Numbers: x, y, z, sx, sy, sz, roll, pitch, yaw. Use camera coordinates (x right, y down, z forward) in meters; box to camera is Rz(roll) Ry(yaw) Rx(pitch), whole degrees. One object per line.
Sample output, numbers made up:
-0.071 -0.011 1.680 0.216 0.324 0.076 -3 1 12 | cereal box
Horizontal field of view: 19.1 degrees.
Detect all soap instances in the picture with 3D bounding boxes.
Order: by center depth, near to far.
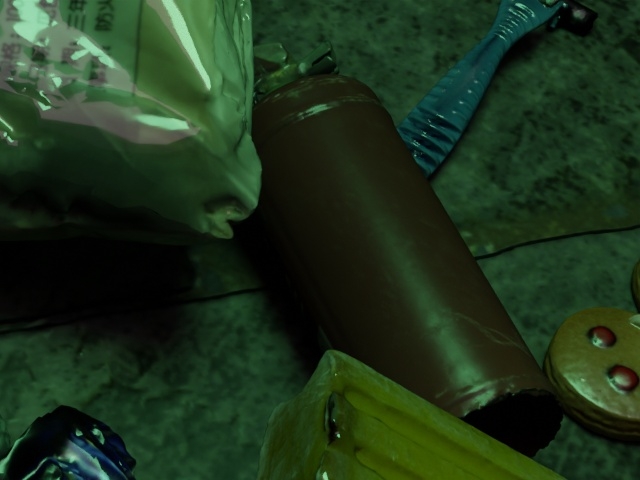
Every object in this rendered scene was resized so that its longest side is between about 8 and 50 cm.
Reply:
0.079 0.165 0.943 0.232 0.073 0.140 31 36 -17 | soap

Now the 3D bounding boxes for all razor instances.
0.101 -0.109 1.262 0.082 0.042 0.253 32 51 11 | razor

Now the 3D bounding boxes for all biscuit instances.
0.253 0.064 1.160 0.250 0.036 0.165 -7 52 -20 | biscuit

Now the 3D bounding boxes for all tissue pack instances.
-0.213 -0.164 1.117 0.390 0.195 0.375 5 54 2 | tissue pack

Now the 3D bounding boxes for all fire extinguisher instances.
0.000 0.000 1.113 0.147 0.106 0.337 -27 58 -4 | fire extinguisher

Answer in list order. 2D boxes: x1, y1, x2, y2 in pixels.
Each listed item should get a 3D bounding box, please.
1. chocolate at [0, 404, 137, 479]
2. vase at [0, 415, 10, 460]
-0.047 0.233 0.899 0.343 0.126 0.148 42 15 12 | chocolate
-0.250 0.124 0.911 0.211 0.060 0.060 -20 55 0 | vase
